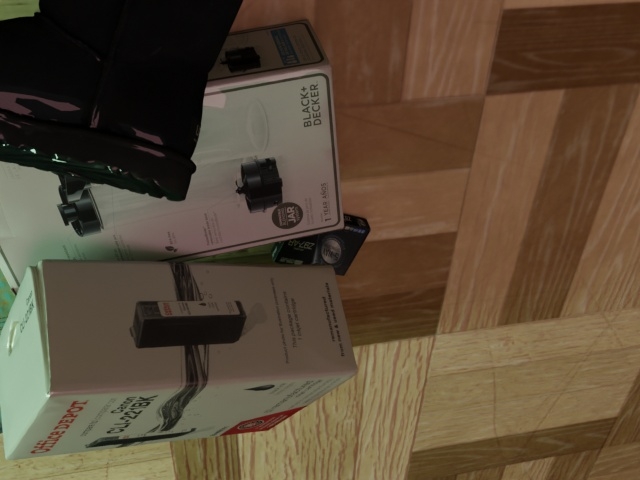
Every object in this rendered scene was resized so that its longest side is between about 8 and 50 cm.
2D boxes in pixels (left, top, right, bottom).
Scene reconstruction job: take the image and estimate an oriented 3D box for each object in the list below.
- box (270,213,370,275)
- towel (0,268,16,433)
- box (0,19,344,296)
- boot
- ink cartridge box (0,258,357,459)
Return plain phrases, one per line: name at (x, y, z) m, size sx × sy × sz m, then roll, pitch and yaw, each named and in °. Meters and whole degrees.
box at (0.000, 0.000, 0.751) m, size 0.083 × 0.018 × 0.067 m, roll 13°, pitch 125°, yaw -26°
towel at (-0.393, 0.079, 0.693) m, size 0.271 × 0.040 × 0.370 m, roll -15°, pitch 132°, yaw -4°
box at (-0.134, -0.068, 0.608) m, size 0.290 × 0.087 × 0.169 m, roll -13°, pitch 132°, yaw -6°
boot at (-0.174, -0.153, 0.480) m, size 0.246 × 0.207 × 0.094 m, roll 14°, pitch 171°, yaw -6°
ink cartridge box at (-0.136, 0.109, 0.673) m, size 0.272 × 0.114 × 0.197 m, roll 3°, pitch 151°, yaw -31°
